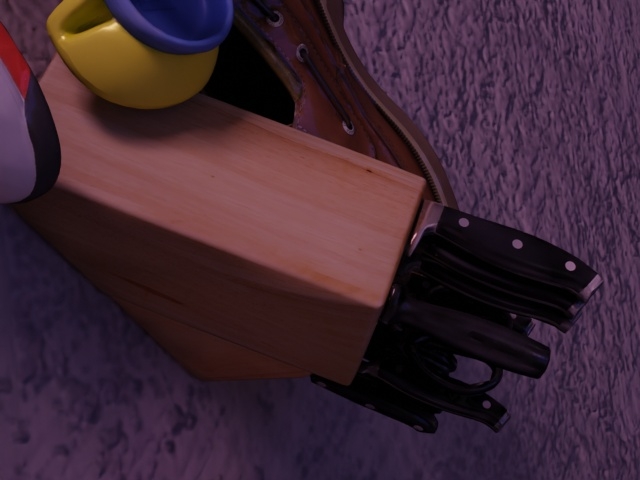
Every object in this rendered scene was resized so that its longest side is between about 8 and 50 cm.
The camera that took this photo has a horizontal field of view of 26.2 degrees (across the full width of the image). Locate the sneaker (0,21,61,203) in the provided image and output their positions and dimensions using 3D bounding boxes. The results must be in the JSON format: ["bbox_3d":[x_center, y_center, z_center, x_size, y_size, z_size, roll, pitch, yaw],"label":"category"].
[{"bbox_3d":[-0.232,-0.092,0.574,0.270,0.090,0.145,58,45,-23],"label":"sneaker"}]

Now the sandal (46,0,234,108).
[{"bbox_3d":[-0.108,-0.233,0.684,0.126,0.138,0.317,-26,87,-49],"label":"sandal"}]

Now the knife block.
[{"bbox_3d":[0.000,0.000,0.727,0.275,0.242,0.088,49,48,-35],"label":"knife block"}]

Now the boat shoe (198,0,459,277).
[{"bbox_3d":[-0.017,-0.065,0.839,0.104,0.111,0.307,-42,107,-43],"label":"boat shoe"}]
